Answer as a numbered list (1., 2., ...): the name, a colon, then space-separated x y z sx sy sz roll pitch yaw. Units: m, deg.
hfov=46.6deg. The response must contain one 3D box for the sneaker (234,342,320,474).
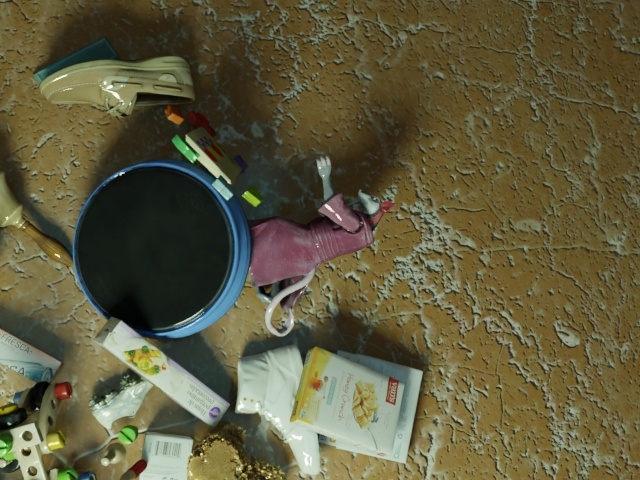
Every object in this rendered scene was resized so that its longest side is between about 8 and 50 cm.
1. sneaker: -0.104 0.389 1.655 0.169 0.108 0.292 -10 73 -15

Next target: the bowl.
1. bowl: -0.344 0.018 1.588 0.392 0.077 0.390 0 88 9

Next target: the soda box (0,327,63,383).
1. soda box: -0.637 0.238 1.559 0.183 0.058 0.063 31 73 -7

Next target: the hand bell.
1. hand bell: -0.631 -0.025 1.603 0.242 0.126 0.126 44 72 -17

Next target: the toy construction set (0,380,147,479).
1. toy construction set: -0.506 0.414 1.414 0.309 0.237 0.257 9 88 1

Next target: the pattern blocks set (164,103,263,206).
1. pattern blocks set: -0.233 -0.183 1.624 0.026 0.325 0.285 -42 91 11

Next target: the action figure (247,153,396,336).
1. action figure: 0.000 0.000 1.644 0.370 0.248 0.275 -22 58 5

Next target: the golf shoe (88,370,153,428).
1. golf shoe: -0.408 0.336 1.610 0.176 0.069 0.086 -29 113 -19

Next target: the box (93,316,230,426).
1. box: -0.330 0.280 1.567 0.324 0.067 0.063 45 69 -28

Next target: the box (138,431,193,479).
1. box: -0.330 0.464 1.582 0.101 0.087 0.101 10 79 -13

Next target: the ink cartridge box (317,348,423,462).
1. ink cartridge box: 0.112 0.385 1.737 0.224 0.045 0.223 17 75 -10

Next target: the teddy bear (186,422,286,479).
1. teddy bear: -0.175 0.561 1.594 0.338 0.113 0.245 46 71 -17

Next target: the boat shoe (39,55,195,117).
1. boat shoe: -0.453 -0.341 1.683 0.341 0.122 0.110 -12 84 -19

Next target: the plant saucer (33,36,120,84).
1. plant saucer: -0.562 -0.405 1.721 0.192 0.018 0.067 -35 90 -19

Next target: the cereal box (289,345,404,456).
1. cereal box: 0.064 0.357 1.645 0.240 0.047 0.172 24 59 -17
